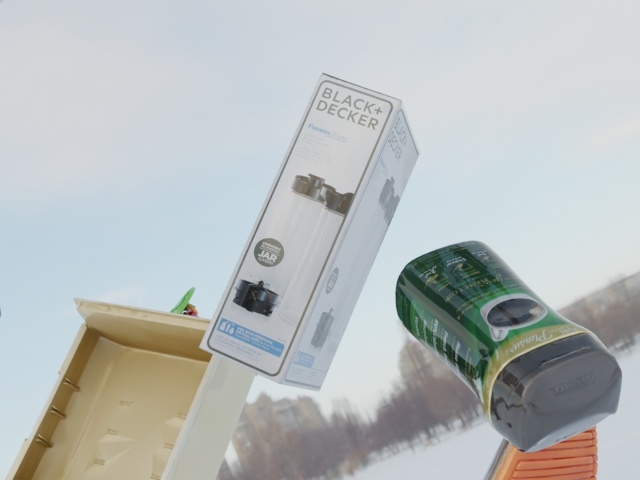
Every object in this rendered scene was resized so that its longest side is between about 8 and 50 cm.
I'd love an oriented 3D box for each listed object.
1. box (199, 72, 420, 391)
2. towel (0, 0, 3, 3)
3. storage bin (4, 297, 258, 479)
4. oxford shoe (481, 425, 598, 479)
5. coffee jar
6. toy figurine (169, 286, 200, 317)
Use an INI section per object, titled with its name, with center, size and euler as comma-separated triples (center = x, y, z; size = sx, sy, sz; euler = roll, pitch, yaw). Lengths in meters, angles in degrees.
[box]
center = 0.000, 0.000, 0.862
size = 0.289, 0.087, 0.169
euler = -67, -17, -8
[towel]
center = -0.391, -0.214, 0.721
size = 0.332, 0.317, 0.053
euler = -12, -58, 8
[storage bin]
center = -0.243, 0.223, 1.040
size = 0.260, 0.262, 0.123
euler = 7, -29, 25
[oxford shoe]
center = 0.192, 0.301, 0.935
size = 0.130, 0.132, 0.363
euler = 5, -66, -21
[coffee jar]
center = 0.138, 0.076, 0.650
size = 0.096, 0.184, 0.079
euler = -17, -57, -16
[toy figurine]
center = -0.209, 0.185, 1.524
size = 0.130, 0.159, 0.173
euler = -57, 10, -28
